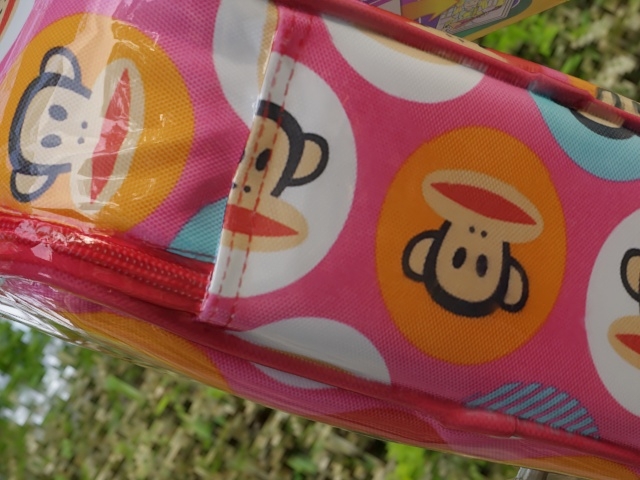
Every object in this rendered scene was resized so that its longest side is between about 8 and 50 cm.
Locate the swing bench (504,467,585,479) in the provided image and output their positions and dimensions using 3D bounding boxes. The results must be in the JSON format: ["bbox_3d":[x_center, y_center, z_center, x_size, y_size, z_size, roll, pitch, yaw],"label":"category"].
[{"bbox_3d":[0.248,0.117,0.663,0.254,0.253,0.165,17,-80,-40],"label":"swing bench"}]

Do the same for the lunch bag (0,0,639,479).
[{"bbox_3d":[0.000,0.000,0.548,0.258,0.293,0.120,4,76,65],"label":"lunch bag"}]

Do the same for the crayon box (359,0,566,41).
[{"bbox_3d":[0.031,-0.146,0.672,0.278,0.081,0.165,-23,-20,-3],"label":"crayon box"}]
